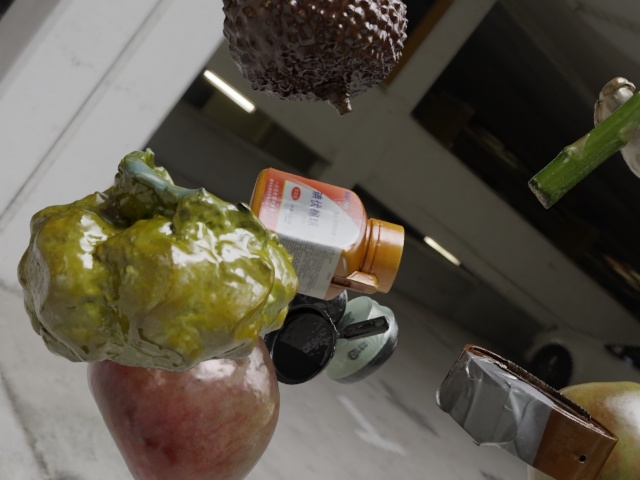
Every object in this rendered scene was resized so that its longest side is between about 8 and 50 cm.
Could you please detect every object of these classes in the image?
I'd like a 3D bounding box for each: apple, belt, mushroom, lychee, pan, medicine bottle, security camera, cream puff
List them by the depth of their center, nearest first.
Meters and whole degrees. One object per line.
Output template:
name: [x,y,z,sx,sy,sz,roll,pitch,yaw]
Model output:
cream puff: [-0.151,0.007,0.916,0.281,0.185,0.282,-2,13,0]
mushroom: [0.431,-0.140,1.275,0.097,0.088,0.212,44,16,-38]
belt: [0.284,0.246,1.356,0.261,0.105,0.184,35,9,37]
medicine bottle: [0.000,-0.001,1.379,0.222,0.112,0.149,15,42,-6]
lychee: [-0.008,-0.331,1.452,0.276,0.275,0.304,22,49,-74]
apple: [0.445,0.341,1.478,0.257,0.256,0.234,33,48,-47]
apple: [-0.200,0.237,1.487,0.345,0.269,0.345,54,-18,27]
pan: [0.010,0.158,1.526,0.028,0.235,0.136,36,47,-49]
security camera: [0.016,0.153,2.023,0.277,0.197,0.191,45,6,-18]

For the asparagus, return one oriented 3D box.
asparagus: [0.326,-0.110,1.156,0.045,0.178,0.041,50,-1,6]
